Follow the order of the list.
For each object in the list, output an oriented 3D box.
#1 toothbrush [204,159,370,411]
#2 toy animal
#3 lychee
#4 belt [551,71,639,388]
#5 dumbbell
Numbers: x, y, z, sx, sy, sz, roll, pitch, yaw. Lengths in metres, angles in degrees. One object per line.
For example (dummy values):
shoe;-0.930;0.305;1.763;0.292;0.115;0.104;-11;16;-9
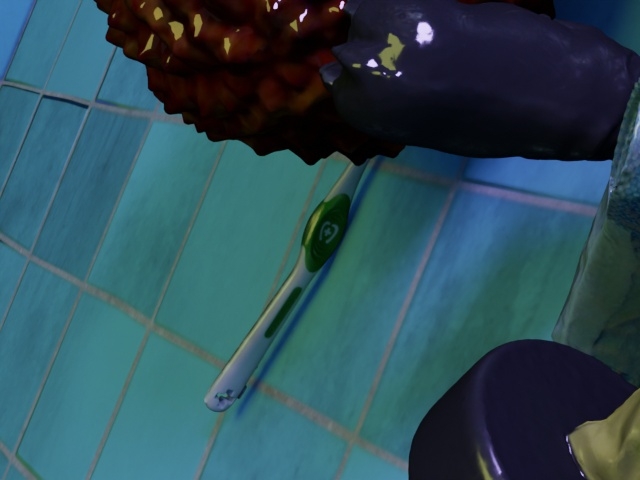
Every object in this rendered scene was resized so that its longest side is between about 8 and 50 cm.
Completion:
toothbrush;-0.002;-0.002;1.421;0.418;0.042;0.040;-57;39;12
toy animal;0.171;-0.098;0.983;0.168;0.343;0.106;-79;3;-71
lychee;0.015;-0.293;1.224;0.425;0.425;0.500;-30;30;46
belt;0.197;0.019;0.913;0.302;0.072;0.087;95;-174;-49
dumbbell;0.214;0.075;0.750;0.322;0.204;0.203;-49;34;32
